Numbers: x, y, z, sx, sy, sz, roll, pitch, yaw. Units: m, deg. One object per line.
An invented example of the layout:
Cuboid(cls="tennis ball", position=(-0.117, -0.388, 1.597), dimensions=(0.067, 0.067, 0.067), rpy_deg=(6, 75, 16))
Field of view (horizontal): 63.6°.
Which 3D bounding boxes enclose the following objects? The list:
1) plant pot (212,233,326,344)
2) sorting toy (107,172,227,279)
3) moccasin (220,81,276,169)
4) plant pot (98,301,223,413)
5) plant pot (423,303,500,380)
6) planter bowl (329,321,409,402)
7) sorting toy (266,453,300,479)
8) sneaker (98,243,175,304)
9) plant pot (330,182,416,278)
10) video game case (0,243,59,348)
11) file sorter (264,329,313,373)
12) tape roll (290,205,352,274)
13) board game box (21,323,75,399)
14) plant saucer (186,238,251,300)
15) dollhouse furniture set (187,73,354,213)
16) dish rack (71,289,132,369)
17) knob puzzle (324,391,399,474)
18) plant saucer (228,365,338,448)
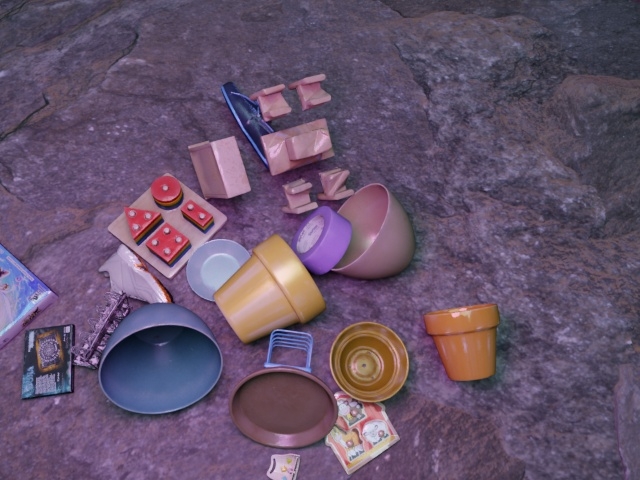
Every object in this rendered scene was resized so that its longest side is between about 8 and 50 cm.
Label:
Cuboid(cls="plant pot", position=(-0.150, 0.150, 1.410), dimensions=(0.239, 0.254, 0.254), rpy_deg=(-34, 74, -10))
Cuboid(cls="sorting toy", position=(-0.461, -0.061, 1.549), dimensions=(0.256, 0.089, 0.257), rpy_deg=(36, 69, 10))
Cuboid(cls="moccasin", position=(-0.202, -0.382, 1.698), dimensions=(0.117, 0.138, 0.341), rpy_deg=(-33, 86, -3))
Cuboid(cls="plant pot", position=(-0.413, 0.273, 1.338), dimensions=(0.291, 0.289, 0.195), rpy_deg=(-15, 33, -11))
Cuboid(cls="plant pot", position=(0.405, 0.284, 1.439), dimensions=(0.205, 0.205, 0.187), rpy_deg=(-8, 83, -9))
Cuboid(cls="planter bowl", position=(0.128, 0.342, 1.433), dimensions=(0.218, 0.090, 0.216), rpy_deg=(2, 66, -5))
Cuboid(cls="sorting toy", position=(-0.098, 0.590, 1.335), dimensions=(0.075, 0.044, 0.083), rpy_deg=(13, 67, 8))
Cuboid(cls="sneaker", position=(-0.522, 0.136, 1.467), dimensions=(0.121, 0.099, 0.262), rpy_deg=(-42, 69, -12))
Cuboid(cls="plant pot", position=(0.166, 0.002, 1.511), dimensions=(0.191, 0.284, 0.283), rpy_deg=(31, 64, -26))
Cuboid(cls="video game case", position=(-0.922, 0.154, 1.430), dimensions=(0.270, 0.061, 0.244), rpy_deg=(38, 70, 10))
Cuboid(cls="file sorter", position=(-0.085, 0.314, 1.383), dimensions=(0.118, 0.170, 0.104), rpy_deg=(8, 64, -2))
Cuboid(cls="tape roll", position=(0.000, 0.000, 1.495), dimensions=(0.080, 0.189, 0.188), rpy_deg=(31, 64, -26))
Cuboid(cls="board game box", position=(-0.732, 0.325, 1.393), dimensions=(0.126, 0.026, 0.186), rpy_deg=(-6, 68, -8))
Cuboid(cls="plant saucer", position=(-0.295, 0.091, 1.528), dimensions=(0.195, 0.037, 0.194), rpy_deg=(2, 68, -4))
Cuboid(cls="dollhouse furniture set", position=(-0.156, -0.258, 1.548), dimensions=(0.395, 0.257, 0.361), rpy_deg=(-22, 105, -24))
Cuboid(cls="dish rack", position=(-0.563, 0.226, 1.327), dimensions=(0.074, 0.271, 0.208), rpy_deg=(26, 67, -9))
Cuboid(cls="knob puzzle", position=(0.095, 0.497, 1.397), dimensions=(0.214, 0.030, 0.212), rpy_deg=(2, 67, -4))
Cuboid(cls="plant saucer", position=(-0.093, 0.421, 1.315), dimensions=(0.278, 0.277, 0.041), rpy_deg=(9, 29, -2))
